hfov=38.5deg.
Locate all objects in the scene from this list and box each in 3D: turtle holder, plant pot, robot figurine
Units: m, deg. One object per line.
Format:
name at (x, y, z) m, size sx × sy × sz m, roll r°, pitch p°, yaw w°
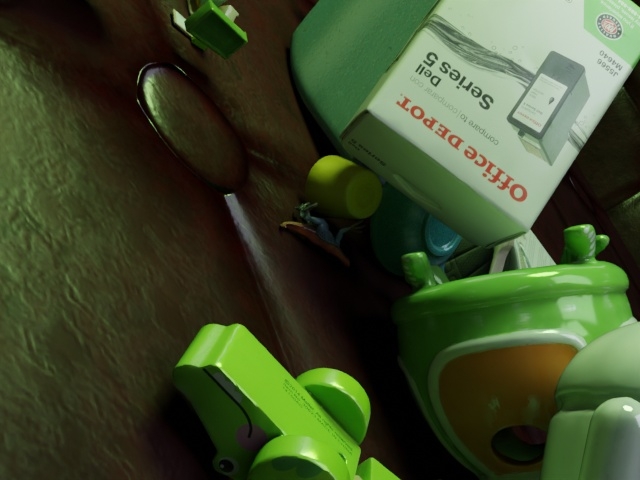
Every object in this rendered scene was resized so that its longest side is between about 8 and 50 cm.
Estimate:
turtle holder at (0.194, 0.123, 0.946) m, size 0.320 × 0.244 × 0.227 m, roll 129°, pitch -47°, yaw -78°
plant pot at (0.106, -0.227, 1.199) m, size 0.252 × 0.247 × 0.248 m, roll 49°, pitch 16°, yaw 32°
robot figurine at (0.265, 0.212, 0.693) m, size 0.300 × 0.200 × 0.353 m, roll 33°, pitch 66°, yaw -49°

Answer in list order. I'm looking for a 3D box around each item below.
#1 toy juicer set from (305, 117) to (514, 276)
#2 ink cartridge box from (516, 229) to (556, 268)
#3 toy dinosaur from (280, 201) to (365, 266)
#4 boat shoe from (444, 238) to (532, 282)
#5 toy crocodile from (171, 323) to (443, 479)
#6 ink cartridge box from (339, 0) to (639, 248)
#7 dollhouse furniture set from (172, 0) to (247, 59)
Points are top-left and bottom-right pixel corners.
toy juicer set at (0.134, -0.052, 1.082) m, size 0.329 × 0.209 × 0.090 m, roll 38°, pitch -14°, yaw -38°
ink cartridge box at (0.311, 0.043, 1.462) m, size 0.239 × 0.060 × 0.275 m, roll 53°, pitch 23°, yaw -6°
toy dinosaur at (0.000, 0.000, 0.946) m, size 0.090 × 0.047 × 0.082 m, roll -34°, pitch 106°, yaw -31°
boat shoe at (0.232, 0.071, 1.201) m, size 0.320 × 0.118 × 0.103 m, roll 63°, pitch 17°, yaw 5°
toy crocodile at (0.023, 0.194, 0.640) m, size 0.340 × 0.105 × 0.115 m, roll 46°, pitch 23°, yaw -13°
ink cartridge box at (0.180, -0.159, 0.931) m, size 0.198 × 0.272 × 0.115 m, roll 36°, pitch -14°, yaw -5°
dollhouse furniture set at (-0.121, -0.261, 0.979) m, size 0.059 × 0.076 × 0.151 m, roll 36°, pitch 31°, yaw -42°
